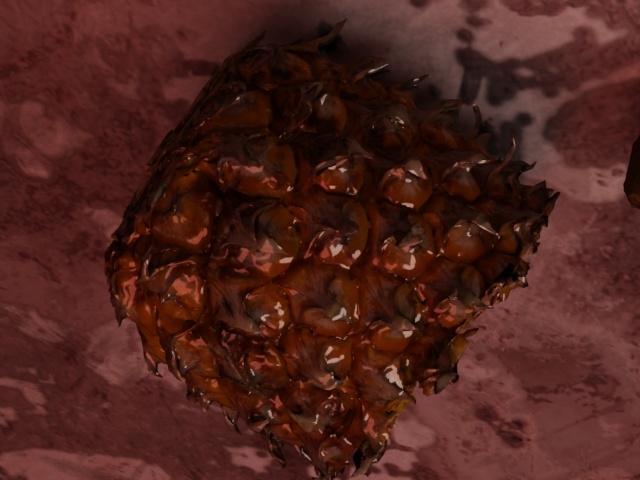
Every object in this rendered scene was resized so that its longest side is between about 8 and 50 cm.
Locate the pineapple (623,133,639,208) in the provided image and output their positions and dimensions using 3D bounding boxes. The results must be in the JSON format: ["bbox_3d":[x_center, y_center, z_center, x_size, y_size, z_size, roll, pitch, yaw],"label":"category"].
[{"bbox_3d":[0.371,-0.038,1.459,0.251,0.125,0.125,22,141,-12],"label":"pineapple"}]

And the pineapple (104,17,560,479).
[{"bbox_3d":[-0.002,0.002,1.473,0.300,0.352,0.352,35,138,-9],"label":"pineapple"}]
